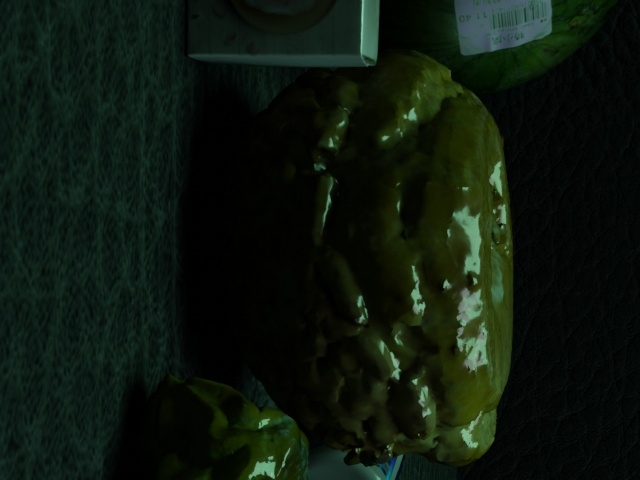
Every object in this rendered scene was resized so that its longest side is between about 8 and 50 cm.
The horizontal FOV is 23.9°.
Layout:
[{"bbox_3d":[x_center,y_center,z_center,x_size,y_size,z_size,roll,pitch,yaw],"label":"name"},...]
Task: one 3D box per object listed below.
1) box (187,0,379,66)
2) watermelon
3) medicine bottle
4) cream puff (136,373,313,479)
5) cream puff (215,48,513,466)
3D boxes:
[{"bbox_3d":[-0.026,-0.229,1.128,0.081,0.135,0.199,-20,111,-78],"label":"box"},{"bbox_3d":[0.141,-0.311,1.480,0.363,0.363,0.363,2,90,-79],"label":"watermelon"},{"bbox_3d":[0.031,0.230,1.568,0.191,0.107,0.107,-56,146,-71],"label":"medicine bottle"},{"bbox_3d":[-0.077,0.166,1.018,0.146,0.116,0.146,-51,157,-32],"label":"cream puff"},{"bbox_3d":[0.036,0.020,1.230,0.327,0.231,0.343,-80,163,-53],"label":"cream puff"}]
